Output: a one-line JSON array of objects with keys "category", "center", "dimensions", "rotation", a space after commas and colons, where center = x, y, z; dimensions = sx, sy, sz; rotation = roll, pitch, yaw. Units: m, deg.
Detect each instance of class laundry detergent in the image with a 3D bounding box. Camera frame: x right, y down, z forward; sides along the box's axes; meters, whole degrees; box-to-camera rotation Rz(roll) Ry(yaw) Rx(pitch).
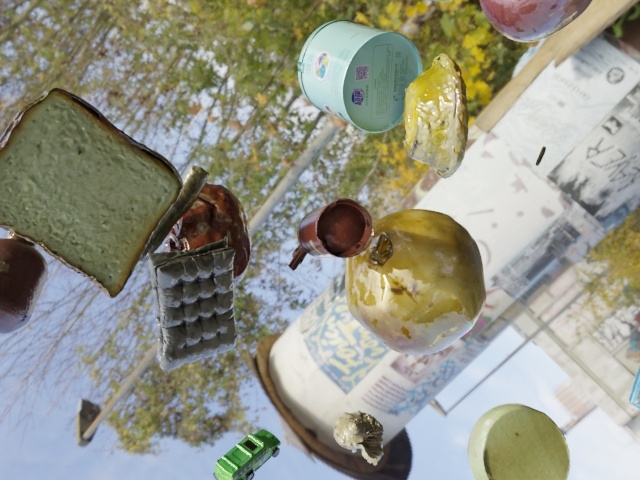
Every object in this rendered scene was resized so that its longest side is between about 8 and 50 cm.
[{"category": "laundry detergent", "center": [0.103, -0.503, 1.749], "dimensions": [0.287, 0.287, 0.305], "rotation": [28, -173, -41]}]

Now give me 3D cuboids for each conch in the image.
[{"category": "conch", "center": [0.133, 0.665, 1.936], "dimensions": [0.245, 0.162, 0.178], "rotation": [88, 157, -52]}]

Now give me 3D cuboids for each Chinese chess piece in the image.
[{"category": "Chinese chess piece", "center": [0.370, 0.402, 1.092], "dimensions": [0.188, 0.188, 0.083], "rotation": [42, 164, 0]}]

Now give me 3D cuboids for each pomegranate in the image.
[{"category": "pomegranate", "center": [0.218, 0.091, 1.332], "dimensions": [0.332, 0.332, 0.332], "rotation": [38, -164, -13]}]

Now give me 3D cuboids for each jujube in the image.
[{"category": "jujube", "center": [-0.345, 0.001, 1.760], "dimensions": [0.276, 0.276, 0.377], "rotation": [27, -147, -41]}]

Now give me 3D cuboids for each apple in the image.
[{"category": "apple", "center": [0.544, -0.644, 1.430], "dimensions": [0.234, 0.306, 0.306], "rotation": [6, -146, -33]}]

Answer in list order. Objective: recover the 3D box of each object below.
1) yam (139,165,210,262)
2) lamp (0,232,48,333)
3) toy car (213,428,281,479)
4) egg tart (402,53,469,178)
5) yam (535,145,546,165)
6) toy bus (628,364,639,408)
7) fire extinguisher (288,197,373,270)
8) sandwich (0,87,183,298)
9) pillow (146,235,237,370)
[{"category": "yam", "center": [-0.416, -0.071, 1.596], "dimensions": [0.067, 0.317, 0.071], "rotation": [38, -178, 12]}, {"category": "lamp", "center": [-0.730, 0.105, 1.315], "dimensions": [0.180, 0.180, 0.258], "rotation": [32, -125, -32]}, {"category": "toy car", "center": [-0.161, 0.482, 1.303], "dimensions": [0.071, 0.063, 0.165], "rotation": [25, -142, 33]}, {"category": "egg tart", "center": [0.302, -0.334, 1.582], "dimensions": [0.132, 0.346, 0.345], "rotation": [-2, -157, -3]}, {"category": "yam", "center": [0.623, -0.238, 1.644], "dimensions": [0.014, 0.014, 0.107], "rotation": [41, -134, -2]}, {"category": "toy bus", "center": [0.810, 0.287, 1.332], "dimensions": [0.113, 0.247, 0.134], "rotation": [-12, -153, -41]}, {"category": "fire extinguisher", "center": [0.000, 0.000, 1.168], "dimensions": [0.106, 0.147, 0.337], "rotation": [42, 171, -6]}, {"category": "sandwich", "center": [-0.421, -0.088, 1.020], "dimensions": [0.301, 0.271, 0.099], "rotation": [37, 160, -26]}, {"category": "pillow", "center": [-0.333, 0.169, 1.531], "dimensions": [0.228, 0.327, 0.101], "rotation": [-13, -153, -35]}]
